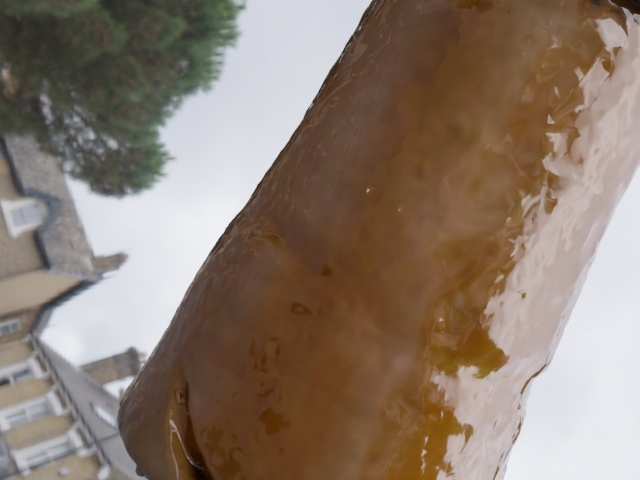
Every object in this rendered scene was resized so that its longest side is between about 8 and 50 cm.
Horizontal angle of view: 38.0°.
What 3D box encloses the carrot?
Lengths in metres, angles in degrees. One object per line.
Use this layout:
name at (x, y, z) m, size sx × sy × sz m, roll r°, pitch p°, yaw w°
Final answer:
carrot at (0.034, -0.003, 0.431) m, size 0.196 × 0.196 × 0.254 m, roll 34°, pitch -75°, yaw 52°
